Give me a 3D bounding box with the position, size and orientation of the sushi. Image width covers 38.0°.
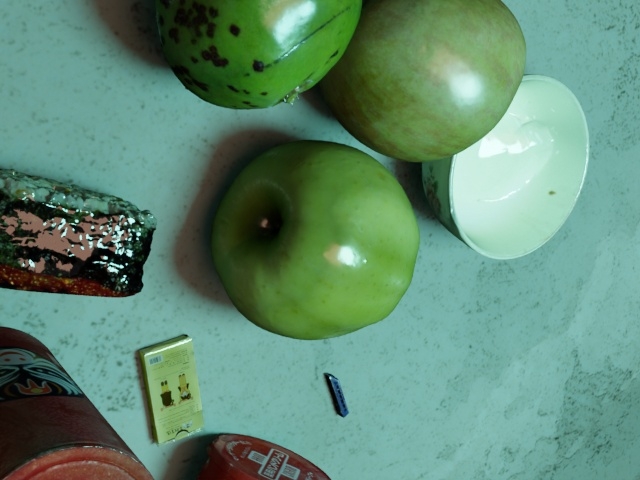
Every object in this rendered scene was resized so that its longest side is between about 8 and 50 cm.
[{"bbox_3d":[-0.308,-0.010,1.072,0.225,0.136,0.126,8,98,-28],"label":"sushi"}]

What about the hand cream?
[{"bbox_3d":[-0.086,0.366,1.305,0.193,0.193,0.125,20,93,-36],"label":"hand cream"}]

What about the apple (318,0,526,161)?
[{"bbox_3d":[0.125,-0.235,1.210,0.234,0.257,0.257,37,84,-22],"label":"apple"}]

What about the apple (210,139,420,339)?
[{"bbox_3d":[0.000,0.000,1.222,0.279,0.279,0.279,-11,111,-30],"label":"apple"}]

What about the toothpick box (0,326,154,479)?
[{"bbox_3d":[-0.329,0.243,1.016,0.204,0.333,0.204,-11,112,-29],"label":"toothpick box"}]

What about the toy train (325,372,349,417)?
[{"bbox_3d":[0.026,0.237,1.441,0.017,0.017,0.083,-30,120,-25],"label":"toy train"}]

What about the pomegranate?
[{"bbox_3d":[-0.078,-0.285,1.074,0.254,0.254,0.270,-13,84,-29],"label":"pomegranate"}]

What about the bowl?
[{"bbox_3d":[0.258,-0.121,1.396,0.277,0.145,0.277,-12,113,-29],"label":"bowl"}]

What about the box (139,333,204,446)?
[{"bbox_3d":[-0.203,0.207,1.280,0.073,0.020,0.149,-16,114,-29],"label":"box"}]
